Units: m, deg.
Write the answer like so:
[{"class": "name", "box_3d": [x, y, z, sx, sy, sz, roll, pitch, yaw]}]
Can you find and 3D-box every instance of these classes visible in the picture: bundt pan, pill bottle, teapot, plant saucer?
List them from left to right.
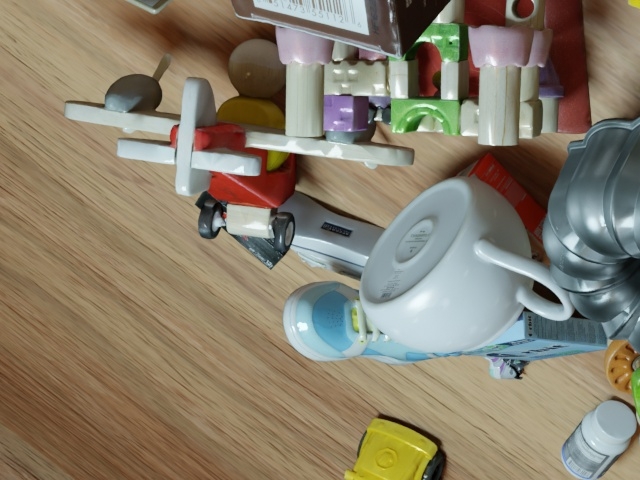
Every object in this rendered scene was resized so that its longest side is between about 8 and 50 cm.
[{"class": "teapot", "box_3d": [0.189, 0.053, 1.580, 0.187, 0.256, 0.252, 38, 115, -19]}, {"class": "plant saucer", "box_3d": [0.194, -0.242, 1.494, 0.258, 0.048, 0.259, 14, 138, 31]}, {"class": "pill bottle", "box_3d": [0.424, 0.303, 1.854, 0.078, 0.078, 0.137, 32, 144, 10]}, {"class": "bundt pan", "box_3d": [0.381, 0.024, 1.328, 0.331, 0.124, 0.331, 31, 153, 18]}]

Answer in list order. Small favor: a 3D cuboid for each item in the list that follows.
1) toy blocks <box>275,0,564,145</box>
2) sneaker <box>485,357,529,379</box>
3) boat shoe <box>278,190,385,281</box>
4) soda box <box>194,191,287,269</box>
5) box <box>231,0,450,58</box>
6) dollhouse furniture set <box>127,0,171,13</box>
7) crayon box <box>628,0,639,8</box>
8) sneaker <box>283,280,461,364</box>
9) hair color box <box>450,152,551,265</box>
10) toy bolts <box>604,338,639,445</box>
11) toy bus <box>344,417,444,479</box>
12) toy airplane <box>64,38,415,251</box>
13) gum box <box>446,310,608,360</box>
[{"class": "toy blocks", "box_3d": [0.128, -0.250, 1.365, 0.288, 0.309, 0.260, 4, 100, 24]}, {"class": "sneaker", "box_3d": [0.289, 0.180, 1.880, 0.069, 0.038, 0.098, 8, 143, 34]}, {"class": "boat shoe", "box_3d": [0.000, 0.000, 1.897, 0.267, 0.096, 0.088, 18, 136, 15]}, {"class": "soda box", "box_3d": [-0.120, -0.033, 1.995, 0.169, 0.053, 0.060, 40, 144, -2]}, {"class": "box", "box_3d": [0.081, -0.352, 1.188, 0.191, 0.381, 0.143, 20, 142, 26]}, {"class": "dollhouse furniture set", "box_3d": [-0.197, -0.448, 1.488, 0.151, 0.197, 0.301, 29, 144, 17]}, {"class": "crayon box", "box_3d": [0.503, -0.294, 1.112, 0.363, 0.106, 0.313, 27, 144, 17]}, {"class": "sneaker", "box_3d": [0.112, 0.112, 1.802, 0.208, 0.319, 0.127, -14, 75, 41]}, {"class": "hair color box", "box_3d": [0.250, -0.030, 1.669, 0.167, 0.053, 0.093, 44, 143, -8]}, {"class": "toy bolts", "box_3d": [0.502, 0.210, 1.681, 0.218, 0.158, 0.228, -11, 120, -1]}, {"class": "toy bus", "box_3d": [0.117, 0.467, 2.194, 0.149, 0.211, 0.220, 19, 141, 24]}, {"class": "toy airplane", "box_3d": [-0.118, -0.157, 1.673, 0.386, 0.272, 0.384, 18, 169, -29]}, {"class": "gum box", "box_3d": [0.293, 0.138, 1.727, 0.184, 0.041, 0.157, 10, 163, -38]}]
